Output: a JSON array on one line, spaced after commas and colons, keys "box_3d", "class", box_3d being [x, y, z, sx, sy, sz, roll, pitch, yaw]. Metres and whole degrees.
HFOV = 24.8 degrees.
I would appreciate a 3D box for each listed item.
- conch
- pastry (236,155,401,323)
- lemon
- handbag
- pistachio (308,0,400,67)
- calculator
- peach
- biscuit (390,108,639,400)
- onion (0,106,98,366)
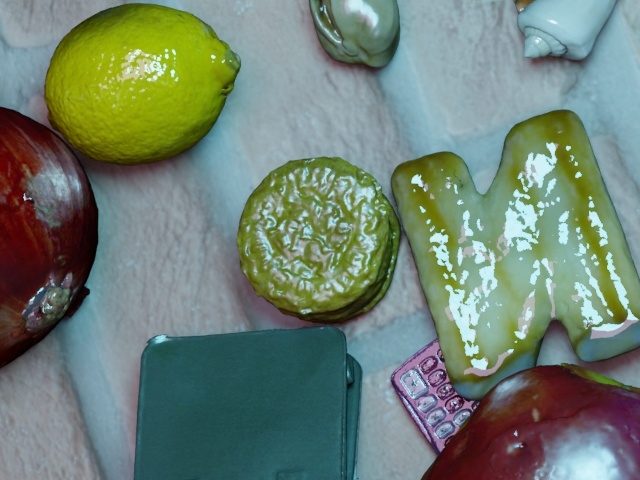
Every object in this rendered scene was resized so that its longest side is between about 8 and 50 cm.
[{"box_3d": [0.281, -0.272, 1.632, 0.176, 0.094, 0.104, -58, 37, -2], "class": "conch"}, {"box_3d": [0.000, 0.000, 1.661, 0.189, 0.103, 0.188, -1, 84, 12], "class": "pastry"}, {"box_3d": [-0.210, -0.181, 1.685, 0.257, 0.188, 0.188, -17, 81, 19], "class": "lemon"}, {"box_3d": [-0.083, 0.222, 1.618, 0.248, 0.079, 0.260, -4, 54, 11], "class": "handbag"}, {"box_3d": [0.042, -0.273, 1.681, 0.113, 0.113, 0.149, -6, 76, 12], "class": "pistachio"}, {"box_3d": [0.175, 0.196, 1.641, 0.127, 0.034, 0.190, -35, 73, 8], "class": "calculator"}, {"box_3d": [0.244, 0.334, 1.462, 0.353, 0.339, 0.416, 18, 97, 31], "class": "peach"}, {"box_3d": [0.221, 0.015, 1.619, 0.237, 0.062, 0.290, -21, 74, 9], "class": "biscuit"}, {"box_3d": [-0.427, -0.006, 1.663, 0.341, 0.341, 0.341, -1, 84, 13], "class": "onion"}]
